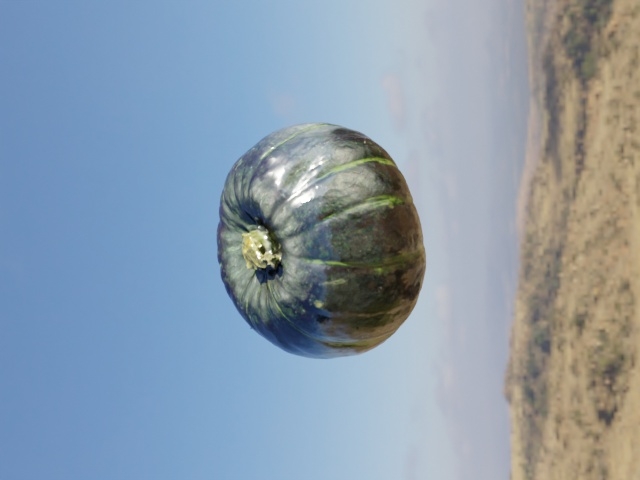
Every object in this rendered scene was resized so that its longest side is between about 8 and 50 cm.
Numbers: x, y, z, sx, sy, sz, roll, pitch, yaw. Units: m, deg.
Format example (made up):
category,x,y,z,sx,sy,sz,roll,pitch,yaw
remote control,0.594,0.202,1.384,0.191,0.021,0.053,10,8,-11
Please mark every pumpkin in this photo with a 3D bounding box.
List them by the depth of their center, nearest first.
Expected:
category,x,y,z,sx,sy,sz,roll,pitch,yaw
pumpkin,0.000,0.000,1.360,0.323,0.241,0.323,24,118,57
